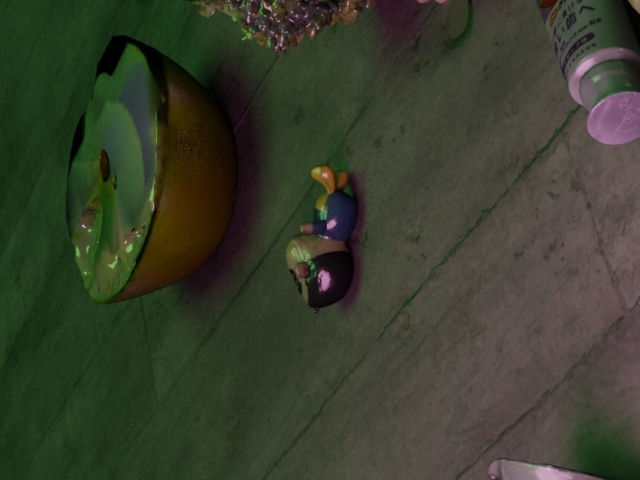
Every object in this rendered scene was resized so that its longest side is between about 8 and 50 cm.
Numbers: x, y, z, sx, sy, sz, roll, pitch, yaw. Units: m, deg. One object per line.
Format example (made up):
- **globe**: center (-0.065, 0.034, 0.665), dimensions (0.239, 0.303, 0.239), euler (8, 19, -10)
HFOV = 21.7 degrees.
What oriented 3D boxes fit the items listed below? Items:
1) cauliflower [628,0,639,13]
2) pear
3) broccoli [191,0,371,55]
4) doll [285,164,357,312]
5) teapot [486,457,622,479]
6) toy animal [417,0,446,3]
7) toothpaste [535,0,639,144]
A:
- **cauliflower**: center (0.336, -0.280, 1.308), dimensions (0.327, 0.281, 0.260), euler (61, 169, 9)
- **pear**: center (-0.232, -0.090, 2.438), dimensions (0.399, 0.165, 0.399), euler (-18, 70, 62)
- **broccoli**: center (-0.033, -0.401, 1.980), dimensions (0.317, 0.277, 0.338), euler (32, 108, 54)
- **doll**: center (0.000, 0.000, 2.053), dimensions (0.089, 0.102, 0.179), euler (1, 85, 25)
- **teapot**: center (0.220, 0.316, 1.491), dimensions (0.203, 0.171, 0.225), euler (7, 85, 32)
- **toy animal**: center (0.090, -0.380, 1.788), dimensions (0.250, 0.166, 0.154), euler (45, 107, 9)
- **toothpaste**: center (0.253, -0.216, 1.605), dimensions (0.299, 0.073, 0.114), euler (-100, 29, -43)
